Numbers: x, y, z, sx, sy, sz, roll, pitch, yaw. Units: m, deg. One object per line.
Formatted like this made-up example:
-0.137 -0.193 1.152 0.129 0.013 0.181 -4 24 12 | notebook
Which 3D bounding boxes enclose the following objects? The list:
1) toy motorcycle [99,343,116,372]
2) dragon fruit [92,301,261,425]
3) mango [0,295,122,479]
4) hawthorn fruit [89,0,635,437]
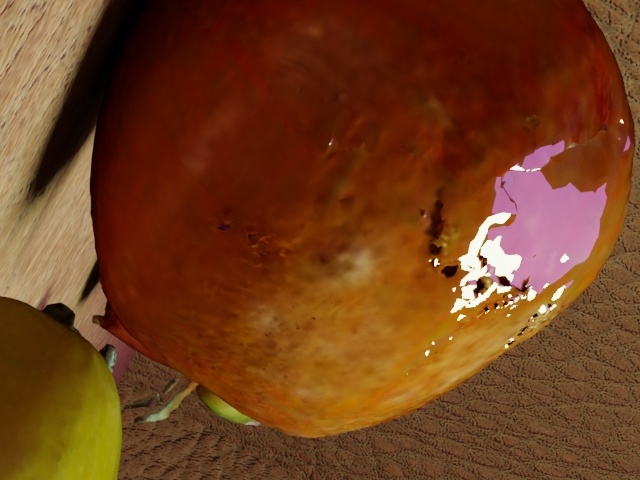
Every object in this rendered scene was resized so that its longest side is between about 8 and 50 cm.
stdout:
-0.181 0.194 1.048 0.274 0.125 0.187 -59 -169 22 | toy motorcycle
0.000 0.000 1.379 0.305 0.226 0.305 -53 -169 15 | dragon fruit
-0.134 0.116 0.517 0.237 0.091 0.137 -52 180 27 | mango
-0.003 -0.012 0.773 0.299 0.211 0.211 -55 -176 31 | hawthorn fruit
